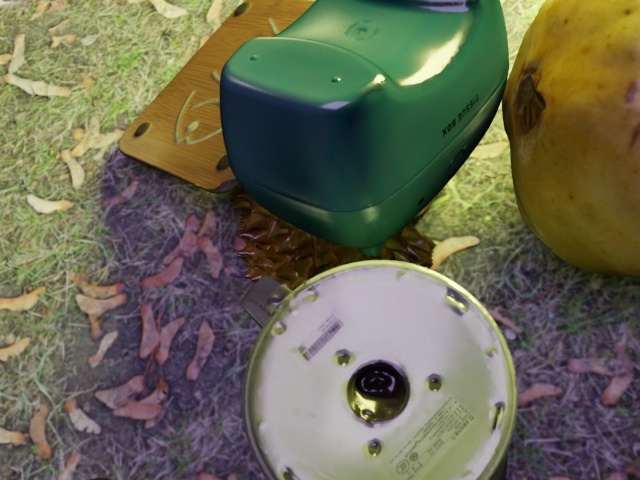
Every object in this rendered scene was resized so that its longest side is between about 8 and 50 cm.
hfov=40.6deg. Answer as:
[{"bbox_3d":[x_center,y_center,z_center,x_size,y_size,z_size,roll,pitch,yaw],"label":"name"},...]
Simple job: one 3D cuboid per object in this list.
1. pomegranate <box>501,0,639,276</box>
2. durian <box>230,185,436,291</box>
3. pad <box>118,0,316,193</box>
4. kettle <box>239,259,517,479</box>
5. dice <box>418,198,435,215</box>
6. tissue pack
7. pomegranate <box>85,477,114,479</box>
[{"bbox_3d":[0.333,-0.116,0.824,0.333,0.332,0.332,-4,68,10],"label":"pomegranate"},{"bbox_3d":[-0.007,0.007,0.970,0.261,0.154,0.186,14,97,25],"label":"durian"},{"bbox_3d":[-0.097,-0.186,1.034,0.284,0.018,0.286,-51,38,-13],"label":"pad"},{"bbox_3d":[0.043,0.159,0.780,0.265,0.318,0.205,8,72,16],"label":"kettle"},{"bbox_3d":[0.094,-0.087,0.989,0.094,0.091,0.093,32,78,22],"label":"dice"},{"bbox_3d":[0.049,-0.129,0.836,0.198,0.206,0.287,21,51,30],"label":"tissue pack"},{"bbox_3d":[-0.211,0.345,0.826,0.233,0.233,0.233,-4,68,10],"label":"pomegranate"}]
